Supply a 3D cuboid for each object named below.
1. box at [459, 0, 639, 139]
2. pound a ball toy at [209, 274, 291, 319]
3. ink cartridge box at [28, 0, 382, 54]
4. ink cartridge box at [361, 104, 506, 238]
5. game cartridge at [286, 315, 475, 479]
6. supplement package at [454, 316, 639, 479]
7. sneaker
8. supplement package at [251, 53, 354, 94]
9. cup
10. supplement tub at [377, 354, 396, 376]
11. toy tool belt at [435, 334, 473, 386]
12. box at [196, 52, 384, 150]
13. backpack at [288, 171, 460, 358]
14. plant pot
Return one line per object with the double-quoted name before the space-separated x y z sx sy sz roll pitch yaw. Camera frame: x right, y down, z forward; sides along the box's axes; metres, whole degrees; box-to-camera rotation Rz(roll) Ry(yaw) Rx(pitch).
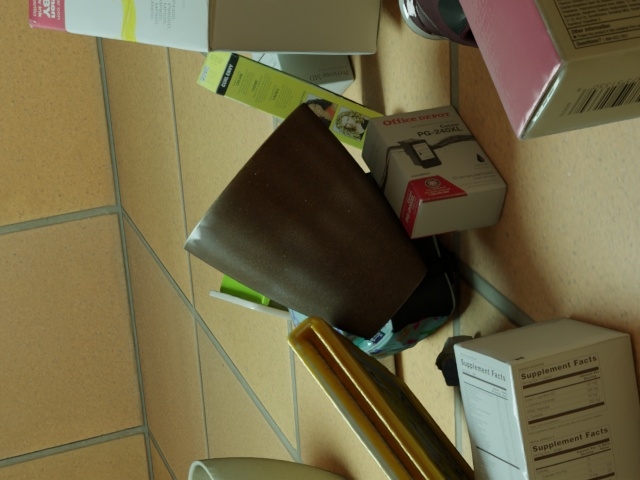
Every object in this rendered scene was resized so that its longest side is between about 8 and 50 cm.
"box" 0.209 -0.222 1.230 0.127 0.148 0.232 112 143 -61
"pound a ball toy" -0.055 0.014 2.254 0.319 0.135 0.208 -175 100 -71
"ink cartridge box" -0.148 -0.327 1.805 0.384 0.279 0.160 15 106 46
"ink cartridge box" 0.126 -0.080 1.630 0.063 0.109 0.150 99 153 -43
"game cartridge" 0.112 0.236 1.647 0.285 0.052 0.323 52 -173 28
"supplement package" 0.237 0.214 1.444 0.139 0.133 0.244 -165 64 -70
"sneaker" 0.143 -0.325 1.470 0.162 0.106 0.281 40 149 55
"supplement package" -0.036 -0.280 1.996 0.105 0.105 0.179 143 114 -68
"cup" -0.052 0.489 2.318 0.331 0.237 0.331 169 90 -72
"supplement tub" 0.069 0.164 2.017 0.071 0.071 0.107 -148 48 -65
"toy tool belt" 0.167 0.156 1.753 0.083 0.052 0.051 99 161 -49
"box" -0.038 -0.183 1.869 0.087 0.232 0.058 35 104 63
"backpack" 0.049 0.045 1.838 0.253 0.191 0.225 117 135 -71
"plant pot" 0.000 0.000 1.637 0.230 0.215 0.215 40 158 0
